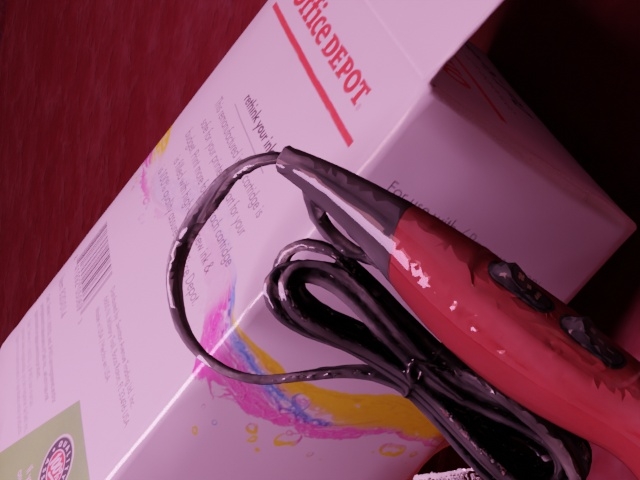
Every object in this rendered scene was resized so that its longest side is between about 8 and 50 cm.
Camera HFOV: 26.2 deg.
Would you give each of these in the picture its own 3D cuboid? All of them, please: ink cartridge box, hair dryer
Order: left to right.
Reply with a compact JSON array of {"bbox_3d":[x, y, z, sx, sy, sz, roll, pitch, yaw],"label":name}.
[{"bbox_3d":[0.000,0.000,0.620,0.353,0.119,0.207,-50,27,16],"label":"ink cartridge box"},{"bbox_3d":[0.088,0.059,0.423,0.294,0.080,0.223,-17,112,35],"label":"hair dryer"}]

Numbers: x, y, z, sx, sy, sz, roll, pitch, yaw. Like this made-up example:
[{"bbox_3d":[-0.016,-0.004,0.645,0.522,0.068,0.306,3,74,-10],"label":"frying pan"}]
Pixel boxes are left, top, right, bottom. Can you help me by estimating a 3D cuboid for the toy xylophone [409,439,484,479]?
[{"bbox_3d":[0.020,0.196,0.693,0.236,0.081,0.322,-140,57,-61],"label":"toy xylophone"}]
